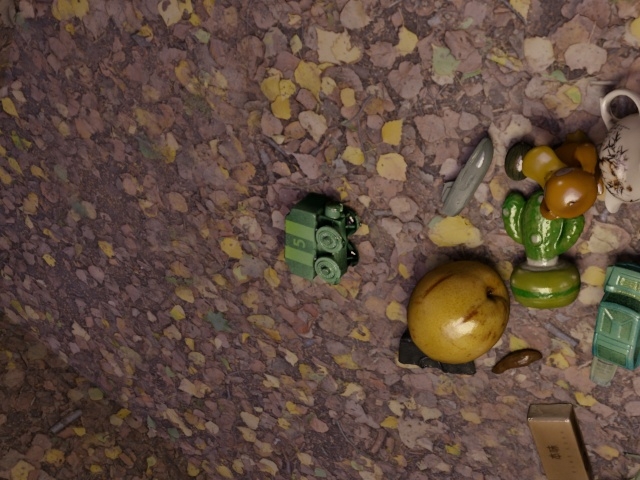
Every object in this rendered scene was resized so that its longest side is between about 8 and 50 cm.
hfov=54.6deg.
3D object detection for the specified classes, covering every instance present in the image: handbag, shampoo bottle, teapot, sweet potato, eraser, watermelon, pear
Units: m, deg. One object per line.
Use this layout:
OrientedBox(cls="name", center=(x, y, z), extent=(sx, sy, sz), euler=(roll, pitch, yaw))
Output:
OrientedBox(cls="handbag", center=(0.385, 0.373, 2.080), extent=(0.270, 0.088, 0.175), euler=(7, 128, 23))
OrientedBox(cls="shampoo bottle", center=(0.851, 0.338, 1.838), extent=(0.072, 0.049, 0.212), euler=(18, 124, 22))
OrientedBox(cls="teapot", center=(0.744, -0.215, 1.483), extent=(0.166, 0.208, 0.299), euler=(-174, 71, -72))
OrientedBox(cls="sweet potato", center=(0.617, 0.388, 1.985), extent=(0.182, 0.054, 0.053), euler=(-32, 92, 39))
OrientedBox(cls="eraser", center=(0.801, 0.698, 2.062), extent=(0.144, 0.078, 0.343), euler=(-11, 113, 33))
OrientedBox(cls="watermelon", center=(0.532, -0.213, 1.651), extent=(0.078, 0.078, 0.110), euler=(16, 121, 18))
OrientedBox(cls="pear", center=(0.406, 0.213, 1.833), extent=(0.314, 0.314, 0.314), euler=(13, 123, 20))

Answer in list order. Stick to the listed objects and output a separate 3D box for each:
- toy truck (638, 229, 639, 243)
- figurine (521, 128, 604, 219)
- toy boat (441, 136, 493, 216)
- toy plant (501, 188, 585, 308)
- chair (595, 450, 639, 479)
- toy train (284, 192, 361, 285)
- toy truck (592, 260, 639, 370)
OrientedBox(cls="toy truck", center=(0.925, 0.036, 1.573), extent=(0.253, 0.124, 0.114), euler=(46, 127, -3))
OrientedBox(cls="figurine", center=(0.616, -0.158, 1.542), extent=(0.215, 0.228, 0.215), euler=(14, 110, 41))
OrientedBox(cls="toy boat", center=(0.408, -0.181, 1.735), extent=(0.085, 0.078, 0.260), euler=(45, 134, 25))
OrientedBox(cls="toy plant", center=(0.612, 0.016, 1.699), extent=(0.224, 0.184, 0.315), euler=(5, 111, 45))
OrientedBox(cls="chair", center=(1.053, 0.798, 1.934), extent=(0.275, 0.190, 0.203), euler=(8, 127, -11))
OrientedBox(cls="toy train", center=(0.000, 0.000, 1.997), extent=(0.238, 0.167, 0.299), euler=(17, 124, 24))
OrientedBox(cls="toy truck", center=(0.826, 0.197, 1.661), extent=(0.155, 0.156, 0.278), euler=(22, 121, 42))
